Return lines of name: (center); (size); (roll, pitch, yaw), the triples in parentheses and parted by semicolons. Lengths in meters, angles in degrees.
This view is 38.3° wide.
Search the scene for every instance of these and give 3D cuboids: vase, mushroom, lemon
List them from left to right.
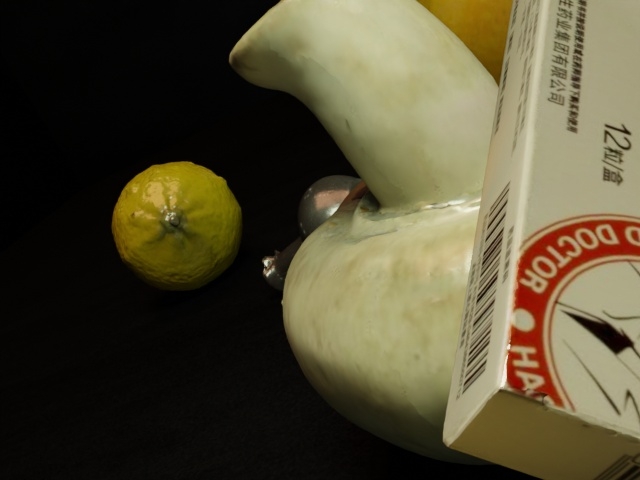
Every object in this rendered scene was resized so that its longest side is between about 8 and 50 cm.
lemon: (-0.210, -0.021, 1.359); (0.192, 0.192, 0.231); (-31, 5, -9)
vase: (0.000, 0.000, 1.103); (0.183, 0.120, 0.120); (-34, 9, 37)
mushroom: (0.092, 0.009, 0.633); (0.355, 0.315, 0.315); (14, 23, 2)

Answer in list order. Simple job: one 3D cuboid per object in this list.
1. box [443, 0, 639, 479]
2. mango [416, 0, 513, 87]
box: (0.194, -0.028, 0.466); (0.069, 0.214, 0.353); (113, 174, -53)
mango: (0.294, -0.250, 0.984); (0.445, 0.300, 0.232); (-2, 27, -35)
